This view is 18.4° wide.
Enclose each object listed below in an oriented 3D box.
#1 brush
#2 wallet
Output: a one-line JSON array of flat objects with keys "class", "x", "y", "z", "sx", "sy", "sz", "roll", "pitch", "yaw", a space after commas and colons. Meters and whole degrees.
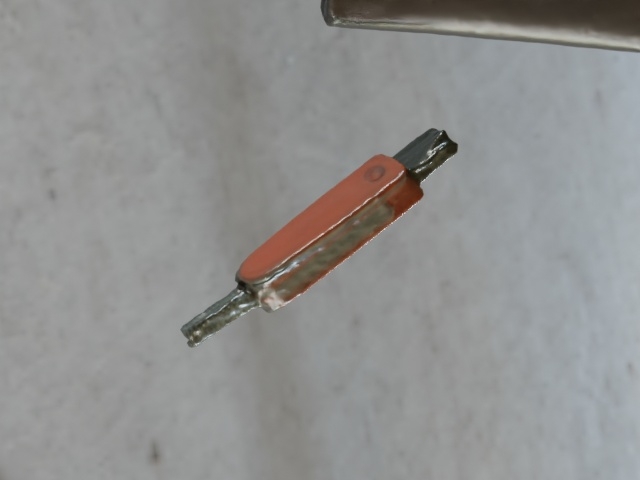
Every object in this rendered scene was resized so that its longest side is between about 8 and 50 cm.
[{"class": "brush", "x": 0.000, "y": 0.001, "z": 1.886, "sx": 0.051, "sy": 0.323, "sz": 0.070, "roll": 59, "pitch": -10, "yaw": -30}, {"class": "wallet", "x": 0.210, "y": -0.302, "z": 1.926, "sx": 0.062, "sy": 0.406, "sz": 0.228, "roll": -103, "pitch": -162, "yaw": -72}]
